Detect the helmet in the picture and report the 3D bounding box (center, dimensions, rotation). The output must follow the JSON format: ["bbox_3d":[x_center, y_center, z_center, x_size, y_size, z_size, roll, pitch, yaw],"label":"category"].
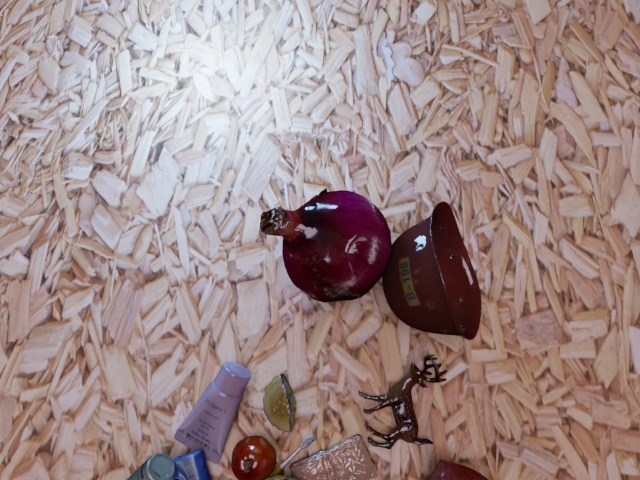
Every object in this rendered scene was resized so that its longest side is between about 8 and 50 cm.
[{"bbox_3d":[0.295,0.104,1.161,0.230,0.338,0.383,-18,78,33],"label":"helmet"}]

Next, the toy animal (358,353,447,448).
[{"bbox_3d":[0.248,0.468,1.171,0.260,0.087,0.243,-11,88,-3],"label":"toy animal"}]

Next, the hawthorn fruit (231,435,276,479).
[{"bbox_3d":[-0.189,0.604,1.118,0.125,0.140,0.125,-11,43,10],"label":"hawthorn fruit"}]

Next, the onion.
[{"bbox_3d":[0.000,0.000,1.130,0.386,0.348,0.346,22,72,-35],"label":"onion"}]

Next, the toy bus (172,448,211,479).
[{"bbox_3d":[-0.340,0.707,1.103,0.094,0.079,0.236,-26,75,10],"label":"toy bus"}]

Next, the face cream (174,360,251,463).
[{"bbox_3d":[-0.305,0.493,1.173,0.154,0.096,0.273,27,90,5],"label":"face cream"}]

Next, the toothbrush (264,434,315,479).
[{"bbox_3d":[-0.129,0.662,1.146,0.288,0.024,0.021,-41,80,-9],"label":"toothbrush"}]

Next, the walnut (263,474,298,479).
[{"bbox_3d":[-0.094,0.726,1.087,0.167,0.087,0.211,19,96,29],"label":"walnut"}]

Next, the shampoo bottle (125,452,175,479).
[{"bbox_3d":[-0.505,0.687,1.093,0.262,0.085,0.085,-46,77,15],"label":"shampoo bottle"}]

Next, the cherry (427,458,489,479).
[{"bbox_3d":[0.369,0.709,1.038,0.240,0.205,0.239,-13,42,12],"label":"cherry"}]

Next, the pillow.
[{"bbox_3d":[0.038,0.652,1.137,0.233,0.043,0.126,-21,80,-6],"label":"pillow"}]

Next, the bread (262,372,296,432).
[{"bbox_3d":[-0.119,0.478,1.166,0.095,0.083,0.157,-26,74,-2],"label":"bread"}]
